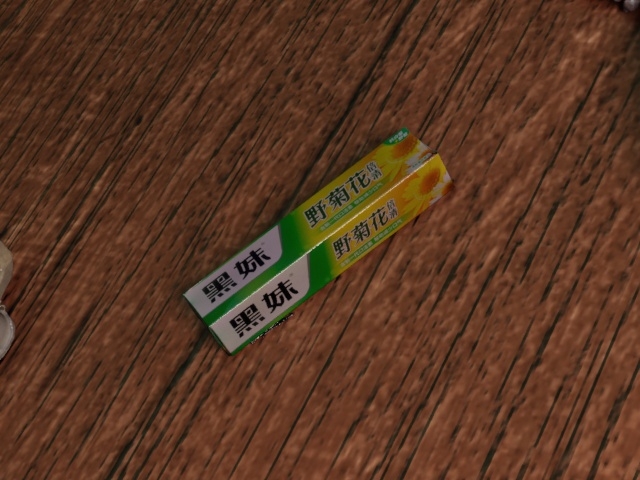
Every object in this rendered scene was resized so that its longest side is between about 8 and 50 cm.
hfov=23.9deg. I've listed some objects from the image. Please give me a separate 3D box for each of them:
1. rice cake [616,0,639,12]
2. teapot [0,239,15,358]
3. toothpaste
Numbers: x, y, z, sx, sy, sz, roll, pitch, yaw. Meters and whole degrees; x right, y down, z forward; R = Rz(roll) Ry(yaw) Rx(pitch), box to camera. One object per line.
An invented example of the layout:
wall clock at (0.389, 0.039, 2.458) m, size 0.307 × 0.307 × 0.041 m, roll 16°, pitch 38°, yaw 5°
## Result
rice cake at (0.140, -0.225, 1.054) m, size 0.055 × 0.049 × 0.270 m, roll -29°, pitch 40°, yaw -17°
teapot at (-0.268, -0.004, 0.976) m, size 0.077 × 0.200 × 0.107 m, roll 1°, pitch 48°, yaw 30°
toothpaste at (0.000, 0.000, 0.937) m, size 0.178 × 0.037 × 0.043 m, roll -37°, pitch 44°, yaw -6°
